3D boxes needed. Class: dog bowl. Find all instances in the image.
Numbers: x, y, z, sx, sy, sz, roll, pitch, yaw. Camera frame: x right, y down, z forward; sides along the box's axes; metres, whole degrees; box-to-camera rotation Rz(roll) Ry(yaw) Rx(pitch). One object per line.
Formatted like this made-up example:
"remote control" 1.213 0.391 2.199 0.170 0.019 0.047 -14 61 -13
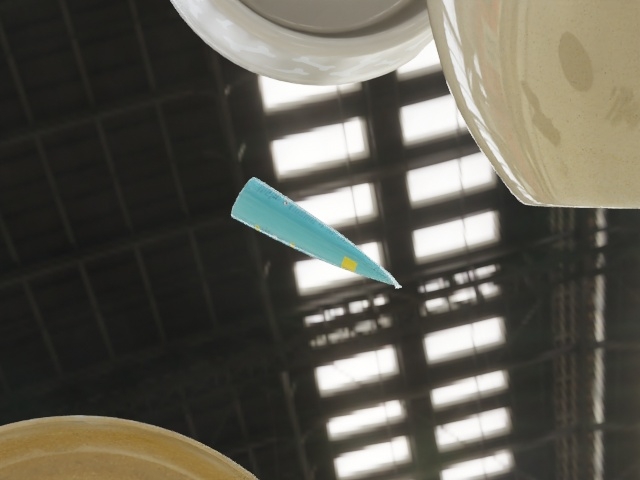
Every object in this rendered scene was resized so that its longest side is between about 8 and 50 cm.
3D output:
"dog bowl" 0.009 -0.320 1.193 0.349 0.102 0.348 -1 -86 -8

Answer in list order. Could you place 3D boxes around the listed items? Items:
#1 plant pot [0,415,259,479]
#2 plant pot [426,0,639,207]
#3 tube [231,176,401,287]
"plant pot" -0.103 0.190 0.557 0.236 0.032 0.236 0 -89 -3
"plant pot" 0.217 -0.121 0.966 0.284 0.284 0.190 1 -87 -7
"tube" 0.000 0.000 1.456 0.207 0.080 0.052 29 -83 7
